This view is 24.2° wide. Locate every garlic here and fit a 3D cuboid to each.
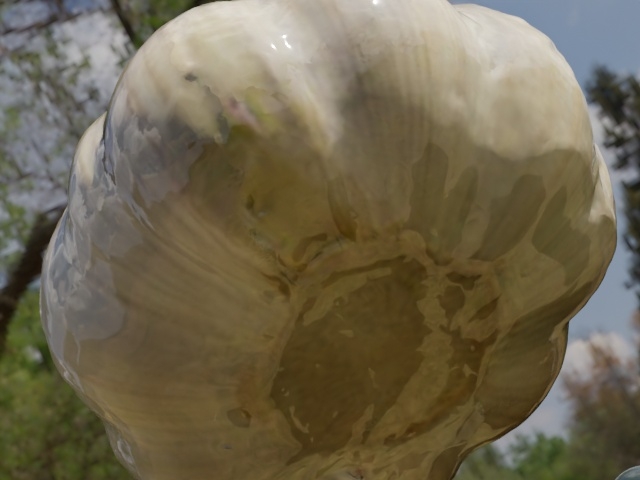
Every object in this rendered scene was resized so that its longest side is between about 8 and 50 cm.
[{"bbox_3d":[0.003,-0.002,0.563,0.228,0.152,0.228,-16,-51,-20],"label":"garlic"}]

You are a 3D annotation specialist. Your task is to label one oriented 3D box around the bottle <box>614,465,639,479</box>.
[{"bbox_3d":[0.286,0.309,1.162,0.156,0.271,0.143,-13,-10,40],"label":"bottle"}]
